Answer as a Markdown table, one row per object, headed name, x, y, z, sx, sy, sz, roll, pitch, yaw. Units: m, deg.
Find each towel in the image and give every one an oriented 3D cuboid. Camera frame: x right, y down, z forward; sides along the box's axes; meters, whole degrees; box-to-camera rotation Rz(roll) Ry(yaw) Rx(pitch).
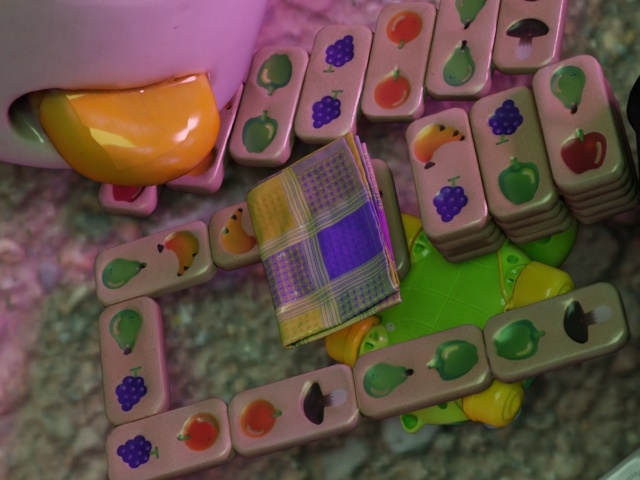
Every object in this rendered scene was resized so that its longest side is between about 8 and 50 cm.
| name | x | y | z | sx | sy | sz | roll | pitch | yaw |
| --- | --- | --- | --- | --- | --- | --- | --- | --- | --- |
| towel | 0.000 | 0.000 | 0.836 | 0.060 | 0.009 | 0.083 | -25 | 58 | 19 |

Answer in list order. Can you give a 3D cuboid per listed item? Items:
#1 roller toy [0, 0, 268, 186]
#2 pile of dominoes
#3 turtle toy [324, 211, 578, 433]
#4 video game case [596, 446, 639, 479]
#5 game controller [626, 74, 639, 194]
| name | x | y | z | sx | sy | sz | roll | pitch | yaw |
| --- | --- | --- | --- | --- | --- | --- | --- | --- | --- |
| roller toy | -0.111 | -0.132 | 0.863 | 0.209 | 0.146 | 0.191 | 27 | 51 | 7 |
| pile of dominoes | 0.007 | -0.018 | 0.855 | 0.251 | 0.040 | 0.196 | -18 | 61 | 15 |
| turtle toy | 0.069 | 0.028 | 0.870 | 0.095 | 0.066 | 0.130 | 22 | 77 | 30 |
| video game case | 0.145 | 0.174 | 0.855 | 0.157 | 0.019 | 0.143 | -37 | 77 | -4 |
| game controller | 0.180 | 0.079 | 0.790 | 0.067 | 0.166 | 0.319 | -12 | 67 | 26 |
